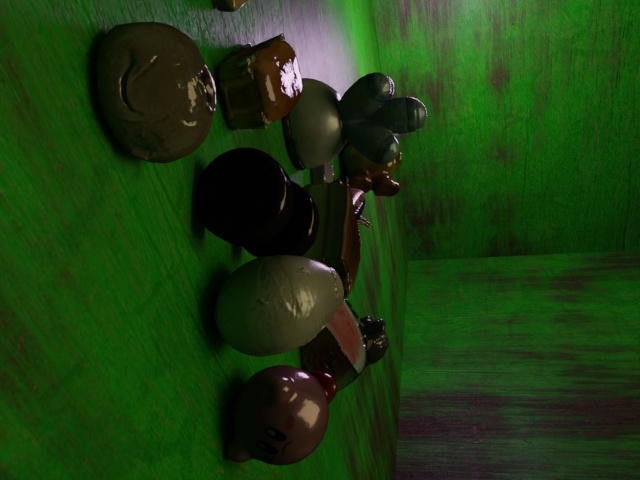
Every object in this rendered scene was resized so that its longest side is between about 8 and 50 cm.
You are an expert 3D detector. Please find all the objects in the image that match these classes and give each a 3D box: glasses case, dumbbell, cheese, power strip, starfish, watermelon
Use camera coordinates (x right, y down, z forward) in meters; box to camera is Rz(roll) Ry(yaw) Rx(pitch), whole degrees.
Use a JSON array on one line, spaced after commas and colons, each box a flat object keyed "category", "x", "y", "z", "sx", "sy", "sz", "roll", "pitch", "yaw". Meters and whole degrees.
[{"category": "glasses case", "x": 0.049, "y": -0.087, "z": 1.663, "sx": 0.321, "sy": 0.122, "sz": 0.082, "roll": -55, "pitch": 141, "yaw": -68}, {"category": "dumbbell", "x": -0.098, "y": -0.051, "z": 0.999, "sx": 0.218, "sy": 0.153, "sz": 0.152, "roll": 40, "pitch": 49, "yaw": -71}, {"category": "cheese", "x": -0.077, "y": 0.103, "z": 0.976, "sx": 0.189, "sy": 0.198, "sz": 0.154, "roll": -56, "pitch": 132, "yaw": -60}, {"category": "power strip", "x": 0.011, "y": -0.181, "z": 1.699, "sx": 0.175, "sy": 0.042, "sz": 0.075, "roll": 21, "pitch": 67, "yaw": -76}, {"category": "starfish", "x": 0.114, "y": -0.073, "z": 2.068, "sx": 0.176, "sy": 0.053, "sz": 0.208, "roll": -52, "pitch": 126, "yaw": -56}, {"category": "watermelon", "x": 0.038, "y": 0.249, "z": 1.519, "sx": 0.318, "sy": 0.148, "sz": 0.226, "roll": -80, "pitch": 152, "yaw": -44}]

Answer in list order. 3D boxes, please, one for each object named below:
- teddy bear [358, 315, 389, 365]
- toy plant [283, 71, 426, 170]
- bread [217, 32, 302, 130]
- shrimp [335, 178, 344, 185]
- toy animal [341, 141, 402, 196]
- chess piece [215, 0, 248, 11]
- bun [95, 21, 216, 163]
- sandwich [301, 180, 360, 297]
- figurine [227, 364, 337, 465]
[{"category": "teddy bear", "x": 0.127, "y": 0.285, "z": 1.823, "sx": 0.251, "sy": 0.171, "sz": 0.144, "roll": 51, "pitch": 18, "yaw": -58}, {"category": "toy plant", "x": 0.094, "y": -0.302, "z": 1.470, "sx": 0.247, "sy": 0.333, "sz": 0.247, "roll": -5, "pitch": 90, "yaw": -78}, {"category": "bread", "x": -0.106, "y": -0.301, "z": 1.127, "sx": 0.241, "sy": 0.107, "sz": 0.136, "roll": -69, "pitch": 149, "yaw": -60}, {"category": "shrimp", "x": 0.074, "y": -0.077, "z": 1.909, "sx": 0.143, "sy": 0.052, "sz": 0.250, "roll": 60, "pitch": 29, "yaw": -66}, {"category": "toy animal", "x": 0.172, "y": -0.300, "z": 2.095, "sx": 0.191, "sy": 0.216, "sz": 0.338, "roll": 118, "pitch": -25, "yaw": -61}, {"category": "chess piece", "x": -0.128, "y": -0.536, "z": 1.113, "sx": 0.300, "sy": 0.137, "sz": 0.137, "roll": -65, "pitch": 150, "yaw": -42}, {"category": "bun", "x": -0.190, "y": -0.186, "z": 0.738, "sx": 0.166, "sy": 0.114, "sz": 0.173, "roll": -66, "pitch": 147, "yaw": -62}, {"category": "sandwich", "x": -0.001, "y": 0.000, "z": 1.371, "sx": 0.198, "sy": 0.155, "sz": 0.227, "roll": -59, "pitch": 143, "yaw": -67}, {"category": "figurine", "x": -0.069, "y": 0.297, "z": 1.015, "sx": 0.173, "sy": 0.173, "sz": 0.173, "roll": -3, "pitch": 90, "yaw": -76}]
